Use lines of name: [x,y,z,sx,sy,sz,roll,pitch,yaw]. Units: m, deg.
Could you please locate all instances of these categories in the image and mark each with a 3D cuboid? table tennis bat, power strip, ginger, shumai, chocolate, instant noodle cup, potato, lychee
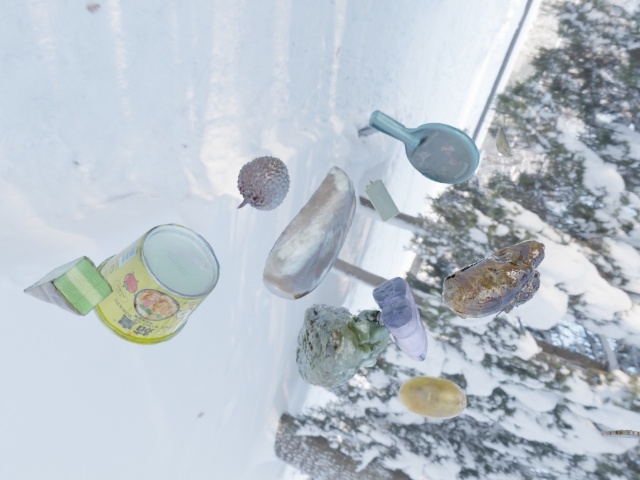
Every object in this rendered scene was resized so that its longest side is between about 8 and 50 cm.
table tennis bat: [0.173,-0.164,0.709,0.033,0.201,0.124,-59,177,-29]
power strip: [0.227,-0.155,1.562,0.076,0.169,0.028,-30,-164,10]
ginger: [0.585,0.166,1.408,0.418,0.176,0.254,-22,128,-23]
shumai: [0.060,0.264,1.063,0.256,0.218,0.189,-143,-122,-67]
chocolate: [0.001,0.000,0.767,0.254,0.080,0.157,-56,161,-15]
instant noodle cup: [-0.474,0.115,1.250,0.254,0.326,0.325,-37,-177,31]
potato: [0.529,-0.284,1.226,0.037,0.093,0.036,-6,167,-34]
potato: [0.399,0.559,1.490,0.146,0.233,0.151,27,67,-88]
lychee: [-0.176,-0.165,1.254,0.197,0.165,0.165,-48,158,-26]

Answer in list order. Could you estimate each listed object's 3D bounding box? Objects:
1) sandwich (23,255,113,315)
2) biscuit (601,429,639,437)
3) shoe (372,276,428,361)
sandwich: [-0.417,0.083,0.689,0.074,0.116,0.074,60,37,-21]
biscuit: [0.682,0.436,0.940,0.092,0.082,0.016,-34,-136,53]
shoe: [0.200,0.187,1.026,0.138,0.095,0.245,62,9,-18]
